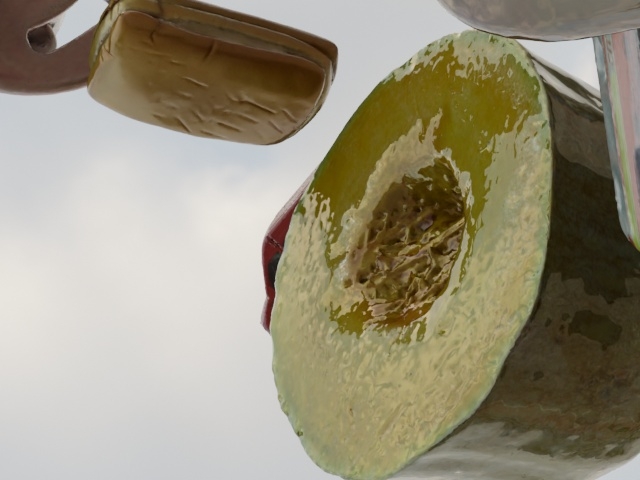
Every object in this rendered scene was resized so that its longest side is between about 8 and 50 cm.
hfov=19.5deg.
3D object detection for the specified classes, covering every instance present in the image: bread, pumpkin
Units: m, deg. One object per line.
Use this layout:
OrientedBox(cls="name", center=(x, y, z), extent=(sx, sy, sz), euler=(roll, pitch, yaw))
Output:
OrientedBox(cls="bread", center=(-0.087, -0.132, 1.492), extent=(0.200, 0.116, 0.077), euler=(14, -133, -20))
OrientedBox(cls="pumpkin", center=(0.130, 0.037, 1.338), extent=(0.199, 0.332, 0.332), euler=(25, -109, -28))

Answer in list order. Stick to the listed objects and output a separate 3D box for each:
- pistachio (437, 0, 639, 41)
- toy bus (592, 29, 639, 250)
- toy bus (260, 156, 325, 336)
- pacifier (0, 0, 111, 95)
OrientedBox(cls="pistachio", center=(0.146, -0.165, 0.732), extent=(0.163, 0.260, 0.213), euler=(28, -95, -34))
OrientedBox(cls="toy bus", center=(0.201, -0.119, 0.985), extent=(0.121, 0.120, 0.265), euler=(-12, -81, -11))
OrientedBox(cls="toy bus", center=(0.000, 0.000, 1.680), extent=(0.089, 0.195, 0.081), euler=(38, -160, -6))
OrientedBox(cls="pacifier", center=(-0.281, -0.264, 1.558), extent=(0.332, 0.273, 0.220), euler=(44, -159, 11))
